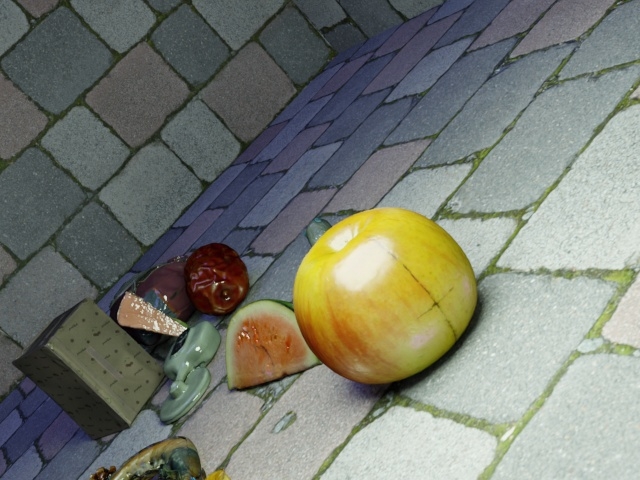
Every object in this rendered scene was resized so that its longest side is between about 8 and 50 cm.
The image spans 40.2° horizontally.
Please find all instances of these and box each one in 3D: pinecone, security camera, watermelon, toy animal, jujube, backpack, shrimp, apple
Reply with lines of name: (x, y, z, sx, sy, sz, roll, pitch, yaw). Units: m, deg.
pinecone: (-0.410, 0.496, 1.748, 0.109, 0.102, 0.102, -22, 20, 8)
security camera: (-0.318, 0.305, 2.053, 0.157, 0.080, 0.301, -36, 20, 21)
watermelon: (-0.077, 0.196, 1.760, 0.128, 0.159, 0.303, -5, -14, -44)
toy animal: (0.003, 0.009, 2.020, 0.070, 0.079, 0.253, -61, 10, 17)
jujube: (-0.274, 0.103, 2.304, 0.174, 0.174, 0.250, -43, 27, 0)
backpack: (-0.453, 0.162, 2.502, 0.317, 0.197, 0.283, -49, 15, -23)
shrimp: (-0.317, 0.453, 1.618, 0.222, 0.054, 0.290, -27, 17, -19)
apple: (0.095, 0.081, 1.350, 0.286, 0.233, 0.286, -38, 16, 13)

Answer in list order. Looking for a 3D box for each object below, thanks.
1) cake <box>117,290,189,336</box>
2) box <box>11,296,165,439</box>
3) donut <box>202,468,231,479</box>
cake: (-0.418, 0.220, 2.243, 0.090, 0.225, 0.109, -60, 0, -11)
box: (-0.586, 0.330, 2.231, 0.225, 0.297, 0.190, -27, 20, 45)
donut: (-0.176, 0.423, 1.482, 0.083, 0.038, 0.067, -33, 21, 46)
